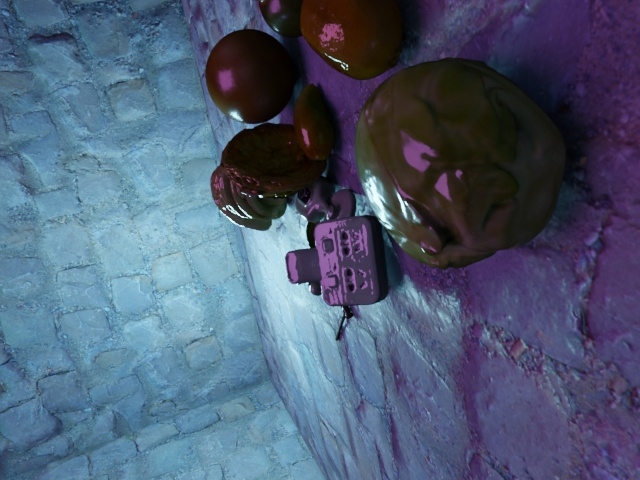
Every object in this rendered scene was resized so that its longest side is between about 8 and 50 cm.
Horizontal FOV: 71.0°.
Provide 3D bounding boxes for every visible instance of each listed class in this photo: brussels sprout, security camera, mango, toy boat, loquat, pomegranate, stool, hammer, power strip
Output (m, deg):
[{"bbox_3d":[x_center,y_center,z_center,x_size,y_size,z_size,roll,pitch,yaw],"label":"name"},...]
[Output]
[{"bbox_3d":[0.184,-0.125,0.675,0.328,0.247,0.328,50,162,23],"label":"brussels sprout"},{"bbox_3d":[0.009,-0.107,1.356,0.157,0.080,0.301,-66,31,13],"label":"security camera"},{"bbox_3d":[-0.021,-0.341,1.285,0.125,0.111,0.232,-20,74,60],"label":"mango"},{"bbox_3d":[0.000,0.000,1.525,0.088,0.089,0.229,76,171,-55],"label":"toy boat"},{"bbox_3d":[0.058,-0.413,0.860,0.234,0.176,0.187,42,177,20],"label":"loquat"},{"bbox_3d":[-0.095,-0.607,1.116,0.180,0.210,0.179,15,108,57],"label":"pomegranate"},{"bbox_3d":[-0.033,0.133,1.692,0.125,0.122,0.217,101,153,-51],"label":"stool"},{"bbox_3d":[0.079,0.317,1.669,0.292,0.029,0.058,99,151,-55],"label":"hammer"},{"bbox_3d":[0.050,0.058,1.219,0.261,0.141,0.229,-7,89,28],"label":"power strip"}]

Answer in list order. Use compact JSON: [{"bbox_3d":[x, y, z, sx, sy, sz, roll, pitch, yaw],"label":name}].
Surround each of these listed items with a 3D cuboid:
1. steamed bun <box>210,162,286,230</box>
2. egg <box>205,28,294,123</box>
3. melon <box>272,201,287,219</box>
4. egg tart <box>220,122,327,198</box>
[{"bbox_3d":[-0.224,-0.190,1.626,0.372,0.325,0.230,-54,49,38],"label":"steamed bun"},{"bbox_3d":[-0.227,-0.520,1.447,0.351,0.283,0.282,-177,73,-71],"label":"egg"},{"bbox_3d":[-0.214,-0.164,1.927,0.139,0.139,0.192,96,155,-48],"label":"melon"},{"bbox_3d":[-0.145,-0.232,1.382,0.128,0.342,0.341,98,150,-48],"label":"egg tart"}]
